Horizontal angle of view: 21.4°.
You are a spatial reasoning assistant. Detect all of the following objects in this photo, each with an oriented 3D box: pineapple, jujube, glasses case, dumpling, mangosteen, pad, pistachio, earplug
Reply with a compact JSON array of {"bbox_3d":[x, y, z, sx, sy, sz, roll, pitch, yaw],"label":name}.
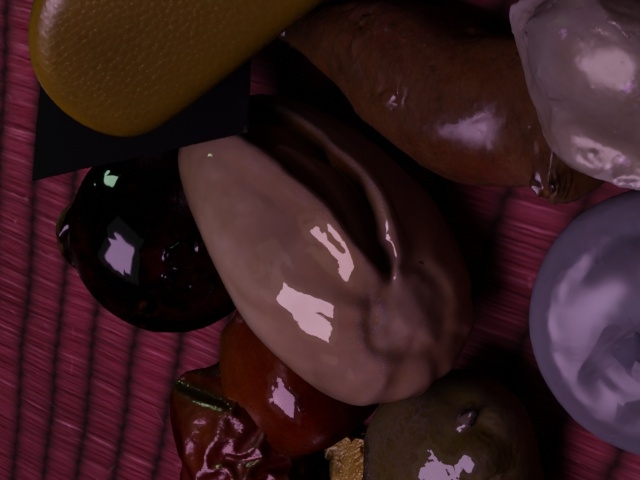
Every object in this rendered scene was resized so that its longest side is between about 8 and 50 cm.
[{"bbox_3d":[0.055,0.240,1.695,0.114,0.077,0.114,-16,110,40],"label":"pineapple"},{"bbox_3d":[-0.057,0.281,1.755,0.216,0.216,0.342,-6,99,52],"label":"jujube"},{"bbox_3d":[-0.084,-0.243,1.306,0.371,0.141,0.173,-35,120,28],"label":"glasses case"},{"bbox_3d":[0.198,-0.110,1.124,0.136,0.118,0.199,-48,67,36],"label":"dumpling"},{"bbox_3d":[-0.146,-0.011,1.623,0.210,0.210,0.210,30,138,32],"label":"mangosteen"},{"bbox_3d":[-0.164,-0.192,1.536,0.367,0.007,0.247,-9,76,52],"label":"pad"},{"bbox_3d":[0.000,0.000,1.459,0.318,0.193,0.214,51,153,26],"label":"pistachio"},{"bbox_3d":[0.278,0.050,1.181,0.214,0.175,0.325,50,145,-2],"label":"earplug"}]

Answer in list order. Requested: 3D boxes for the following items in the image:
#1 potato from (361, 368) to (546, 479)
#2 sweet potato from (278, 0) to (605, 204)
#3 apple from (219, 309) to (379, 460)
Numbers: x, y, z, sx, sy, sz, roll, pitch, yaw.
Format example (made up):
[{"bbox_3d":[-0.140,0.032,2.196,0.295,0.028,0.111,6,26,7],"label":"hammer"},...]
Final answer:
[{"bbox_3d":[0.122,0.207,1.518,0.174,0.159,0.251,14,146,10],"label":"potato"},{"bbox_3d":[0.090,-0.117,1.317,0.336,0.131,0.131,20,132,41],"label":"sweet potato"},{"bbox_3d":[-0.018,0.116,1.604,0.158,0.156,0.147,57,139,2],"label":"apple"}]
